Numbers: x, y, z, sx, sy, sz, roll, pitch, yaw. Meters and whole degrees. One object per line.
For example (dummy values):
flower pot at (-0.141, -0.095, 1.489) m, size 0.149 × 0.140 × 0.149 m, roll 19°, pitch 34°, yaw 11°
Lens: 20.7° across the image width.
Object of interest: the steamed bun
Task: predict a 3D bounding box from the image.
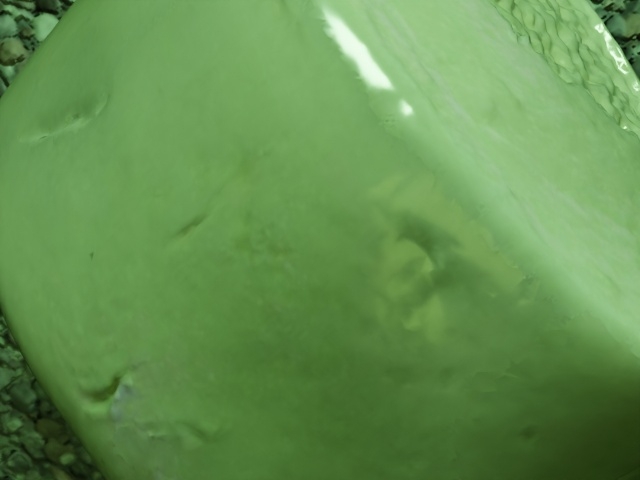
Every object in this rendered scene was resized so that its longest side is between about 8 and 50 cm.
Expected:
steamed bun at (0.000, 0.000, 1.024) m, size 0.371 × 0.290 × 0.456 m, roll -44°, pitch 71°, yaw 24°
